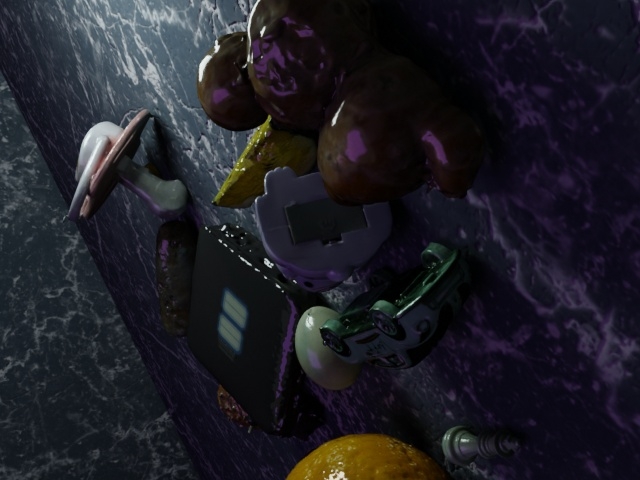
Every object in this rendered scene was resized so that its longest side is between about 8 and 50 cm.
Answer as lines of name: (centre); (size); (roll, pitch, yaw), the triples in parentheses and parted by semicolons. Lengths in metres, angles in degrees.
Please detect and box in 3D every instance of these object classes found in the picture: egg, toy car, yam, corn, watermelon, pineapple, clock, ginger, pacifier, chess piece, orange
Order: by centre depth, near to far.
ginger: (0.024, -0.166, 0.887); (0.375, 0.176, 0.256); (39, 126, 18)
toy car: (0.114, 0.107, 1.060); (0.125, 0.136, 0.306); (48, 154, -6)
chess piece: (0.242, 0.299, 1.114); (0.059, 0.059, 0.149); (61, 150, -1)
clock: (0.000, -0.003, 1.141); (0.189, 0.189, 0.254); (55, 169, 10)
watermelon: (-0.084, -0.132, 1.167); (0.123, 0.129, 0.301); (56, 148, 5)
orange: (0.077, 0.491, 1.300); (0.293, 0.340, 0.340); (44, 152, 54)
egg: (0.014, 0.188, 1.338); (0.152, 0.114, 0.114); (65, 154, -2)
pacifier: (-0.435, -0.152, 1.700); (0.332, 0.273, 0.220); (139, 125, -61)
pineapple: (-0.103, 0.377, 1.748); (0.278, 0.158, 0.158); (16, 131, 39)
corn: (-0.396, -0.141, 1.839); (0.092, 0.037, 0.037); (64, 155, 1)
yam: (-0.347, 0.089, 1.894); (0.133, 0.133, 0.330); (39, 143, 38)

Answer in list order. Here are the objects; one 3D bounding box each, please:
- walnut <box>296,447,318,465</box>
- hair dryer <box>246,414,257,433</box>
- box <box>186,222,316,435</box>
walnut: (0.026, 0.540, 1.606); (0.225, 0.193, 0.193); (7, 122, 59)
hair dryer: (-0.116, 0.311, 1.640); (0.124, 0.071, 0.219); (19, 90, 56)
box: (-0.147, 0.171, 1.540); (0.359, 0.091, 0.350); (36, 127, 41)
